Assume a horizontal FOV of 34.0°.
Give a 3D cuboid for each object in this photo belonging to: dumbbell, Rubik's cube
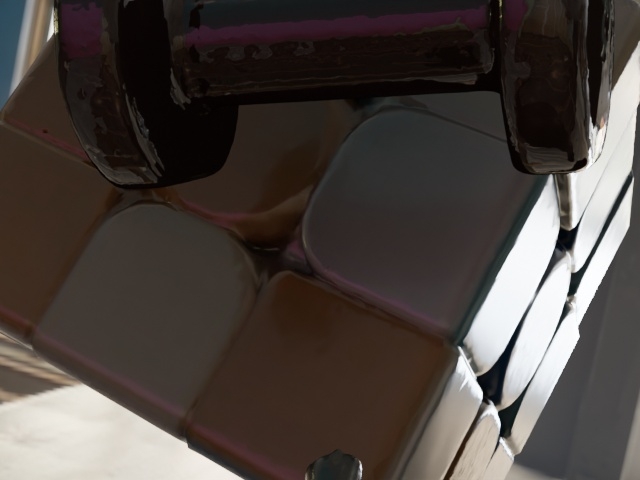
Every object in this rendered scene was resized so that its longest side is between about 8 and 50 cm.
[{"bbox_3d":[0.010,-0.089,0.453,0.225,0.124,0.140,-1,-171,19],"label":"dumbbell"},{"bbox_3d":[0.000,0.000,0.751,0.347,0.344,0.346,26,168,24],"label":"Rubik's cube"}]

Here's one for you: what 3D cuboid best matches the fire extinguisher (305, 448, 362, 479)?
[{"bbox_3d":[0.077,0.201,0.384,0.337,0.114,0.135,50,-155,-22],"label":"fire extinguisher"}]
